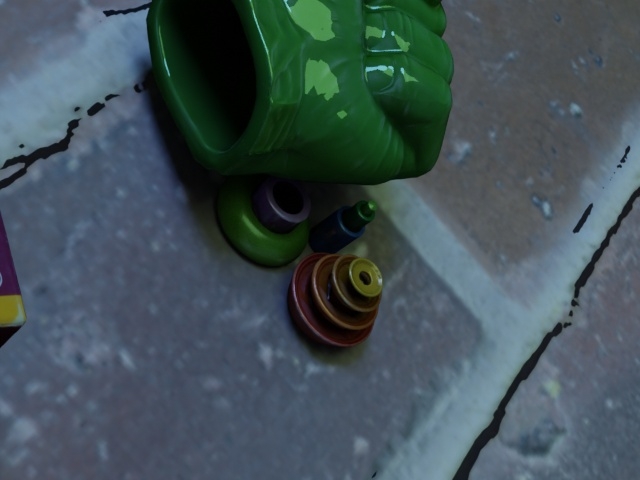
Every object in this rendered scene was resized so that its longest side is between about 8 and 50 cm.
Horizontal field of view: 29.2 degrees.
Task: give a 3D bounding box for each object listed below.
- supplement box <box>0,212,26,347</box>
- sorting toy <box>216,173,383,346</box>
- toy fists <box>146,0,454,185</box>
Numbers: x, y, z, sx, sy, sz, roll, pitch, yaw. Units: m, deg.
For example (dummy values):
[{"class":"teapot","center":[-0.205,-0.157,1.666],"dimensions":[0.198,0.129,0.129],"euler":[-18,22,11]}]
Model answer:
[{"class":"supplement box","center":[-0.183,-0.038,0.423],"dimensions":[0.104,0.081,0.188],"euler":[-2,66,-41]},{"class":"sorting toy","center":[0.000,0.000,0.582],"dimensions":[0.102,0.042,0.061],"euler":[54,44,1]},{"class":"toy fists","center":[-0.023,-0.151,0.610],"dimensions":[0.142,0.096,0.279],"euler":[-4,60,-43]}]
